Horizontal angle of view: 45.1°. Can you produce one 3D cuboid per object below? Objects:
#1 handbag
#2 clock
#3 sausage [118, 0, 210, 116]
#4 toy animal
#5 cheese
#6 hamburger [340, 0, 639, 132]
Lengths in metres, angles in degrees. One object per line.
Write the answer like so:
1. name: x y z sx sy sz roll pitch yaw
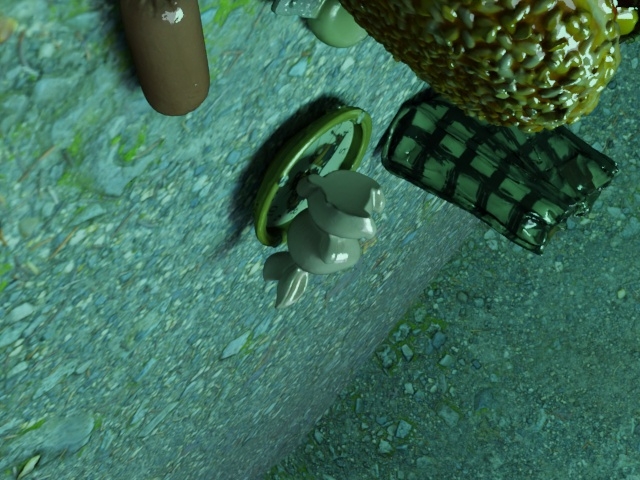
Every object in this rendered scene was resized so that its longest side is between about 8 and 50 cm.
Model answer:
1. handbag: 0.322 -0.142 1.353 0.325 0.327 0.163 -30 152 -50
2. clock: -0.021 -0.096 1.071 0.237 0.057 0.237 -44 162 -18
3. sausage: -0.126 -0.161 0.635 0.062 0.062 0.154 -42 164 -18
4. toy animal: 0.002 0.001 1.053 0.124 0.124 0.212 -30 160 -45
5. cheese: 0.008 -0.248 0.814 0.192 0.037 0.097 -22 149 -58
6. hamburger: 0.148 -0.259 0.661 0.250 0.330 0.330 -48 164 9
